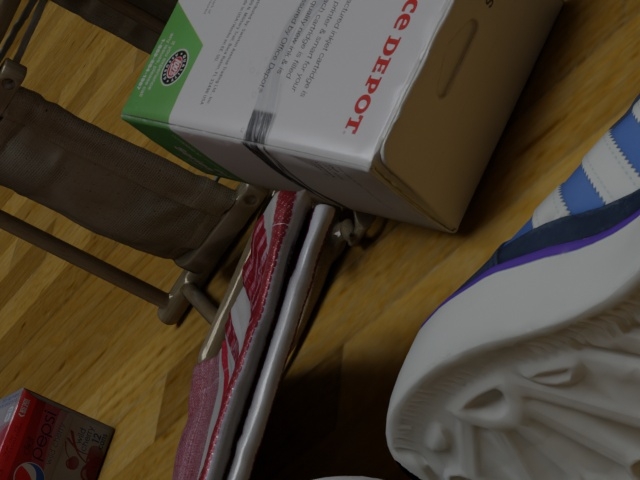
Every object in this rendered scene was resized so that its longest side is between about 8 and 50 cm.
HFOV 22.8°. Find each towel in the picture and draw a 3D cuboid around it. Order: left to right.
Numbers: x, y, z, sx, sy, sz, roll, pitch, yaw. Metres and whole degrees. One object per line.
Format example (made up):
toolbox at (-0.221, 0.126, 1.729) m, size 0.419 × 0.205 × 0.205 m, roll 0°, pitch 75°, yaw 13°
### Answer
towel at (-0.067, 0.131, 0.856) m, size 0.329 × 0.037 × 0.237 m, roll 117°, pitch 171°, yaw -66°

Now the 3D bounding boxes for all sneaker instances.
sneaker at (0.161, -0.029, 0.598) m, size 0.236 × 0.130 × 0.323 m, roll -58°, pitch 4°, yaw -35°

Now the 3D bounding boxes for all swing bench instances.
swing bench at (-0.134, -0.084, 1.108) m, size 0.254 × 0.253 × 0.165 m, roll -61°, pitch 21°, yaw 2°

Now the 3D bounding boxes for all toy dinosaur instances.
toy dinosaur at (0.000, 0.000, 1.009) m, size 0.092 × 0.053 × 0.183 m, roll 124°, pitch 153°, yaw -68°

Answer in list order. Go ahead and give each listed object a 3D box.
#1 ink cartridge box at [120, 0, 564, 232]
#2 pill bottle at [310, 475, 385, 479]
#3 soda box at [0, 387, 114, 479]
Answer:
ink cartridge box at (0.010, -0.107, 0.930) m, size 0.219 × 0.092 × 0.160 m, roll 16°, pitch 76°, yaw 44°
pill bottle at (0.014, 0.206, 0.599) m, size 0.131 × 0.131 × 0.229 m, roll -50°, pitch 24°, yaw 29°
soda box at (-0.269, 0.196, 1.312) m, size 0.263 × 0.083 × 0.092 m, roll -26°, pitch 41°, yaw 55°
